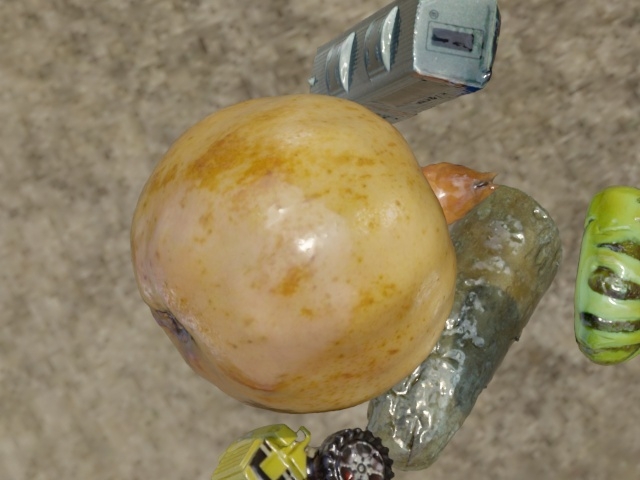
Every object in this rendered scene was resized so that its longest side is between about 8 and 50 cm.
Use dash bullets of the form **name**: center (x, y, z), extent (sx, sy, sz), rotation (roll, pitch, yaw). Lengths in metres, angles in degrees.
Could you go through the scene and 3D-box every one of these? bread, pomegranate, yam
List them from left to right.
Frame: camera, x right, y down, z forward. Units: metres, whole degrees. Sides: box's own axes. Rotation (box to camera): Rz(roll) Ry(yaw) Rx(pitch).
- **pomegranate**: center (-0.015, 0.007, 1.115), extent (0.207, 0.207, 0.207), rotation (23, 127, 35)
- **yam**: center (0.151, 0.104, 1.948), extent (0.133, 0.330, 0.133), rotation (25, 157, 12)
- **bread**: center (0.238, 0.028, 1.406), extent (0.071, 0.139, 0.130), rotation (8, 126, 11)

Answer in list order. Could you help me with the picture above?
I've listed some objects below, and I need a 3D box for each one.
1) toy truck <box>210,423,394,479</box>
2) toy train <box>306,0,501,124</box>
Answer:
- **toy truck**: center (0.033, 0.256, 1.373), extent (0.286, 0.111, 0.136), rotation (49, 145, -7)
- **toy train**: center (0.059, -0.162, 1.664), extent (0.409, 0.089, 0.086), rotation (170, 108, -74)
